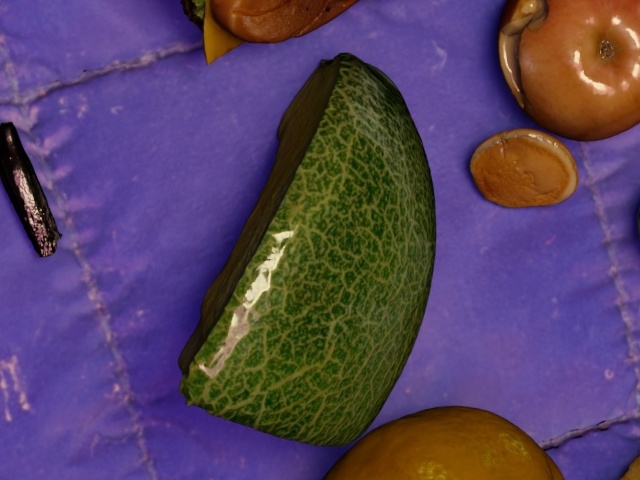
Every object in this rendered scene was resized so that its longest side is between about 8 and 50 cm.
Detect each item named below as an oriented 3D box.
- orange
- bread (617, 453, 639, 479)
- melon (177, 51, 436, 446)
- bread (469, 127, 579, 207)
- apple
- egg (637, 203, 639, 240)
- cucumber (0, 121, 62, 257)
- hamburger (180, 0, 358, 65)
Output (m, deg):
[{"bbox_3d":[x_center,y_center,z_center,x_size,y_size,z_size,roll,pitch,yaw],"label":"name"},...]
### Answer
[{"bbox_3d":[0.120,0.299,1.483,0.279,0.235,0.279,-19,130,-24],"label":"orange"},{"bbox_3d":[0.392,0.321,1.618,0.233,0.088,0.161,42,86,-14],"label":"bread"},{"bbox_3d":[0.000,0.000,1.458,0.331,0.226,0.344,19,98,-50],"label":"melon"},{"bbox_3d":[0.203,-0.069,1.530,0.110,0.024,0.110,10,139,9],"label":"bread"},{"bbox_3d":[0.257,-0.179,1.472,0.199,0.199,0.199,-1,99,-8],"label":"apple"},{"bbox_3d":[0.399,-0.024,1.541,0.172,0.132,0.132,-15,101,-16],"label":"egg"},{"bbox_3d":[-0.286,-0.048,1.487,0.033,0.034,0.135,-23,101,1],"label":"cucumber"},{"bbox_3d":[-0.030,-0.285,1.395,0.261,0.243,0.139,-23,70,-24],"label":"hamburger"}]
